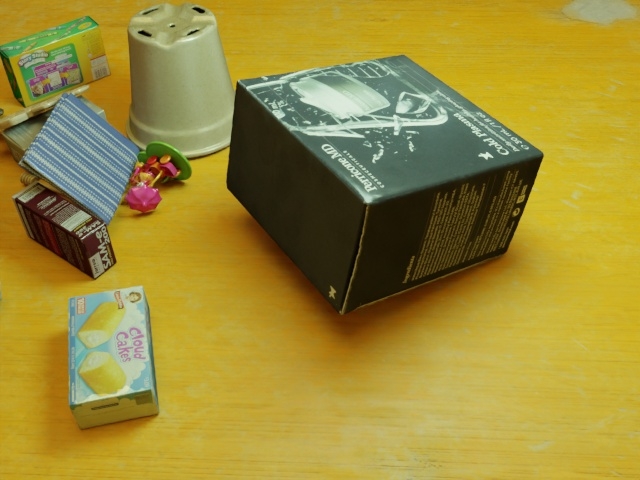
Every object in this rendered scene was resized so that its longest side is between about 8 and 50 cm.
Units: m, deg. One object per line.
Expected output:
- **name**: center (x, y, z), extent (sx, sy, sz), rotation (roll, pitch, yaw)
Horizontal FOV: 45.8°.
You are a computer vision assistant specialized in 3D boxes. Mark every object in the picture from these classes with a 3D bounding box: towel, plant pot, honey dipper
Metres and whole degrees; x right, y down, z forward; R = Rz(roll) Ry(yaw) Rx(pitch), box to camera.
- **towel**: center (-0.569, -0.202, 1.824), extent (0.040, 0.243, 0.336), rotation (-37, 28, 27)
- **plant pot**: center (-0.368, -0.435, 1.981), extent (0.333, 0.306, 0.334), rotation (0, 43, 0)
- **honey dipper**: center (-0.677, -0.131, 1.887), extent (0.160, 0.030, 0.030), rotation (21, 49, 16)

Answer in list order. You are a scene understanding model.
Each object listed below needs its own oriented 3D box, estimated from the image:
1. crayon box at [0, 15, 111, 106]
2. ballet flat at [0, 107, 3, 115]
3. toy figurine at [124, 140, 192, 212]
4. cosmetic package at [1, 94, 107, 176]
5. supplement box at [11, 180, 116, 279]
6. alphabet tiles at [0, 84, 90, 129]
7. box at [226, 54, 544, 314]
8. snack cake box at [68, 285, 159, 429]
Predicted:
- **crayon box**: center (-0.759, -0.516, 2.177), extent (0.278, 0.165, 0.081), rotation (-29, 51, -26)
- **ballet flat**: center (-1.006, -0.351, 2.100), extent (0.249, 0.058, 0.084), rotation (2, 9, -4)
- **toy figurine**: center (-0.424, -0.140, 1.844), extent (0.173, 0.130, 0.159), rotation (3, 50, 36)
- **cosmetic package**: center (-0.683, -0.274, 1.977), extent (0.127, 0.107, 0.238), rotation (31, 56, 33)
- **supplement box**: center (-0.575, -0.025, 1.702), extent (0.239, 0.130, 0.073), rotation (28, 52, 26)
- **alphabet tiles**: center (-0.751, -0.349, 2.010), extent (0.277, 0.021, 0.284), rotation (-8, 24, 33)
- **box**: center (0.119, -0.149, 1.640), extent (0.471, 0.298, 0.480), rotation (-18, 47, -31)
- **snack cake box**: center (-0.405, 0.222, 1.478), extent (0.152, 0.089, 0.264), rotation (-11, 46, -9)
